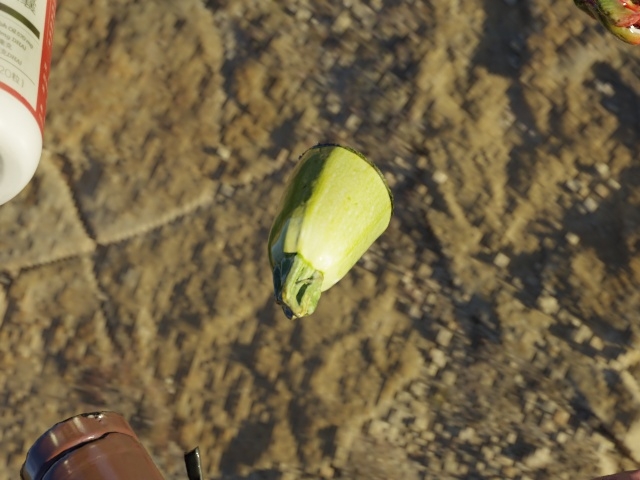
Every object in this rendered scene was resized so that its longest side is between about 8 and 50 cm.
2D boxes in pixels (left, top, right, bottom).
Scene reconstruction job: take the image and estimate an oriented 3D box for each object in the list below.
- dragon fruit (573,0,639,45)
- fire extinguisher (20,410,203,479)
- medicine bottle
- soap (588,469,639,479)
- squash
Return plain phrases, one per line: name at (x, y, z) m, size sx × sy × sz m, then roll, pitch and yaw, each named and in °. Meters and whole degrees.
dragon fruit at (0.319, -0.270, 1.570) m, size 0.166 × 0.172 × 0.160 m, roll -47°, pitch 42°, yaw 0°
fire extinguisher at (-0.095, 0.266, 1.204) m, size 0.141 × 0.105 × 0.341 m, roll -35°, pitch 53°, yaw -7°
medicine bottle at (-0.260, -0.148, 1.201) m, size 0.131 × 0.131 × 0.250 m, roll -20°, pitch 49°, yaw 23°
soap at (0.286, 0.402, 1.814) m, size 0.220 × 0.127 × 0.325 m, roll -31°, pitch 23°, yaw 52°
squash at (0.002, -0.015, 1.780) m, size 0.137 × 0.287 × 0.137 m, roll 4°, pitch 110°, yaw 11°
